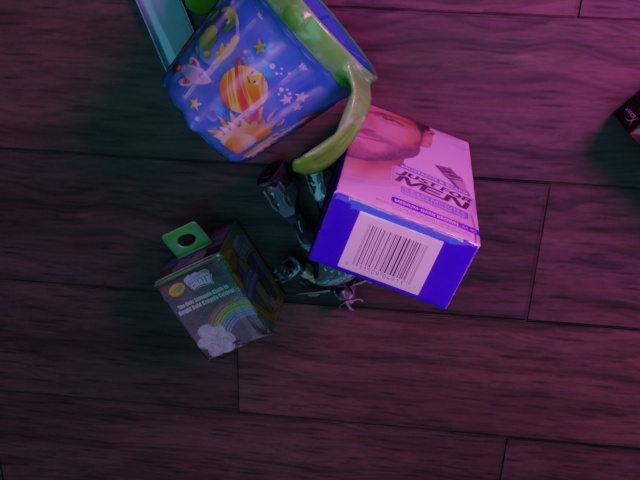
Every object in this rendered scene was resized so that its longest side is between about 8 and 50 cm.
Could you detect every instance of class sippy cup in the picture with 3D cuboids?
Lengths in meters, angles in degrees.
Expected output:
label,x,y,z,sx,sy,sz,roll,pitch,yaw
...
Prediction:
label,x,y,z,sx,sy,sz,roll,pitch,yaw
sippy cup,-0.080,-0.232,1.037,0.224,0.305,0.240,-40,120,15

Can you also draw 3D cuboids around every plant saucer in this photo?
label,x,y,z,sx,sy,sz,roll,pitch,yaw
plant saucer,-0.225,-0.324,1.145,0.067,0.018,0.192,-15,114,14

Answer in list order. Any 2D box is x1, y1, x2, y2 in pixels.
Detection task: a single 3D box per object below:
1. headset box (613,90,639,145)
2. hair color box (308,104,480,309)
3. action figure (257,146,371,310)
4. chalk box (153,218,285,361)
label,x,y,z,sx,sy,sz,roll,pitch,yaw
headset box,0.598,-0.189,1.058,0.218,0.110,0.293,42,113,-13
hair color box,0.106,-0.064,1.050,0.185,0.339,0.110,21,117,-3
action figure,0.000,0.000,1.232,0.185,0.099,0.285,-19,115,10
chalk box,-0.173,0.062,1.262,0.132,0.132,0.213,-24,110,18
